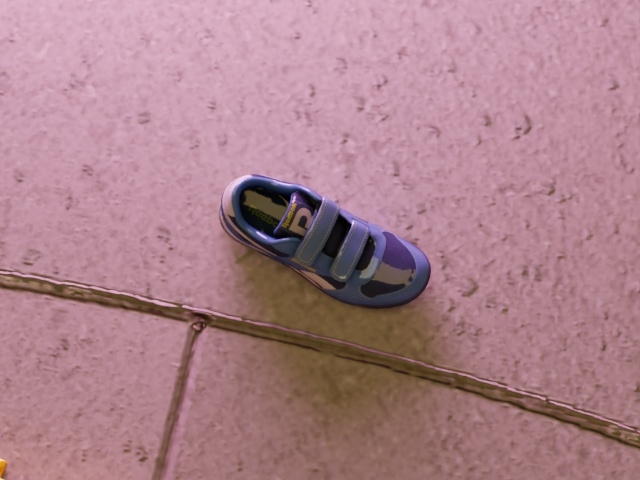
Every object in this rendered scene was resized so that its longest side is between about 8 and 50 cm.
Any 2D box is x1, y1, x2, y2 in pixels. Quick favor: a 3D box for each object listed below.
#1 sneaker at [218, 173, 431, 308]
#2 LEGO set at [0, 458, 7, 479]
[{"bbox_3d":[0.000,0.000,1.160,0.144,0.059,0.053,22,77,7],"label":"sneaker"},{"bbox_3d":[-0.162,0.206,1.097,0.132,0.107,0.287,-34,78,-5],"label":"LEGO set"}]
